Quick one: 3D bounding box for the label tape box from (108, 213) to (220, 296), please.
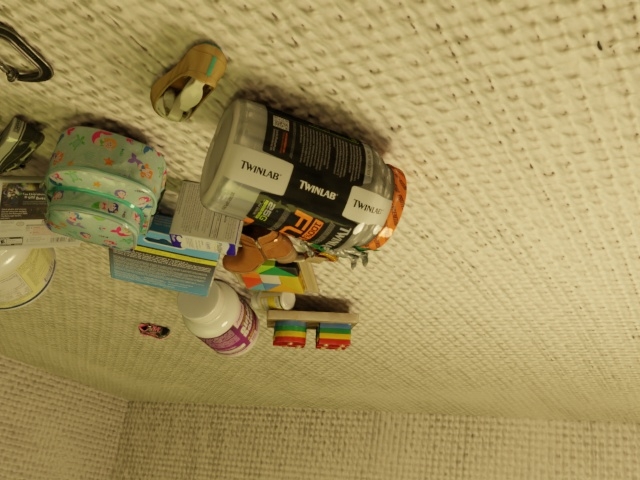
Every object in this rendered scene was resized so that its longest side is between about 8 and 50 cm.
[{"bbox_3d":[-0.360,0.010,1.704,0.249,0.115,0.347,12,154,-9],"label":"label tape box"}]

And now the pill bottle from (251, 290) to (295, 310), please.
[{"bbox_3d":[-0.135,0.165,2.034,0.116,0.065,0.065,-6,153,32],"label":"pill bottle"}]

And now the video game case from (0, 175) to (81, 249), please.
[{"bbox_3d":[-0.586,-0.058,1.528,0.190,0.022,0.173,-3,127,-37],"label":"video game case"}]

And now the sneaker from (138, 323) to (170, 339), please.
[{"bbox_3d":[-0.594,0.319,2.592,0.119,0.047,0.057,3,145,10],"label":"sneaker"}]

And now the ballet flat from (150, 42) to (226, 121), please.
[{"bbox_3d":[-0.220,-0.229,1.144,0.080,0.073,0.232,20,155,-23],"label":"ballet flat"}]

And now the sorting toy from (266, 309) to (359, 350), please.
[{"bbox_3d":[-0.030,0.266,2.113,0.256,0.089,0.257,3,167,-3],"label":"sorting toy"}]

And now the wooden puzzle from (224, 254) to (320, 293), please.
[{"bbox_3d":[-0.124,0.088,1.879,0.221,0.044,0.238,4,157,10],"label":"wooden puzzle"}]

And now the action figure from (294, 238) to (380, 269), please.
[{"bbox_3d":[0.000,0.000,1.618,0.232,0.063,0.137,25,155,-25],"label":"action figure"}]

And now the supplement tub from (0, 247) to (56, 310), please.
[{"bbox_3d":[-0.767,0.012,1.696,0.235,0.235,0.325,10,157,-2],"label":"supplement tub"}]

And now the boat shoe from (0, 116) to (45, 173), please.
[{"bbox_3d":[-0.605,-0.166,1.424,0.070,0.077,0.219,26,150,-32],"label":"boat shoe"}]

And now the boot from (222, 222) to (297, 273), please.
[{"bbox_3d":[-0.164,0.011,1.688,0.197,0.073,0.152,-12,153,16],"label":"boot"}]

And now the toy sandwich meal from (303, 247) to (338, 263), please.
[{"bbox_3d":[0.003,0.040,1.741,0.086,0.029,0.085,8,157,3],"label":"toy sandwich meal"}]

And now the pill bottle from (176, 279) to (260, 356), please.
[{"bbox_3d":[-0.292,0.214,2.073,0.169,0.169,0.301,2,156,15],"label":"pill bottle"}]

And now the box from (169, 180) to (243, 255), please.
[{"bbox_3d":[-0.230,-0.045,1.506,0.137,0.126,0.072,10,156,-1],"label":"box"}]

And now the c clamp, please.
[{"bbox_3d":[-0.513,-0.299,1.160,0.137,0.022,0.161,-9,150,26],"label":"c clamp"}]

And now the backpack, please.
[{"bbox_3d":[-0.413,-0.099,1.390,0.225,0.191,0.253,17,151,-16],"label":"backpack"}]

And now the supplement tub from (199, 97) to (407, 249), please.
[{"bbox_3d":[-0.027,-0.100,1.223,0.316,0.193,0.193,17,155,-19],"label":"supplement tub"}]
